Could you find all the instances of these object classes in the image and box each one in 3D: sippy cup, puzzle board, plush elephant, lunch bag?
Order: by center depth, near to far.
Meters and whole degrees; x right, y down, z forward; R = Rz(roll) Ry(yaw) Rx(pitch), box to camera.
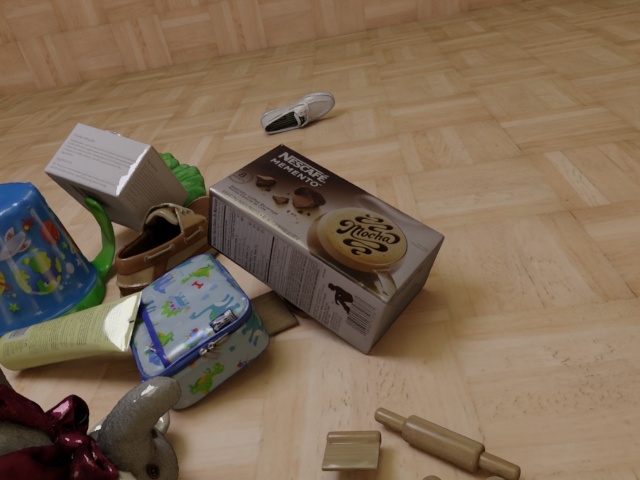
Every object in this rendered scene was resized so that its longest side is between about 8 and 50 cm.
[{"bbox_3d":[-0.237,0.214,0.502,0.255,0.330,0.272,-4,36,-34],"label":"plush elephant"},{"bbox_3d":[-0.184,0.119,0.766,0.176,0.090,0.219,-34,34,-10],"label":"lunch bag"},{"bbox_3d":[-0.111,0.125,0.822,0.128,0.011,0.096,-22,33,-16],"label":"puzzle board"},{"bbox_3d":[-0.517,0.031,0.911,0.240,0.224,0.305,-5,31,12],"label":"sippy cup"}]

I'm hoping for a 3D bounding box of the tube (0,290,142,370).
[{"bbox_3d":[-0.359,0.140,0.782,0.240,0.070,0.062,-17,1,21],"label":"tube"}]

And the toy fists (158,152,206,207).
[{"bbox_3d":[-0.358,-0.124,1.250,0.142,0.096,0.279,-40,40,-20],"label":"toy fists"}]

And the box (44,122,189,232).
[{"bbox_3d":[-0.383,-0.110,1.043,0.181,0.182,0.119,19,69,20],"label":"box"}]

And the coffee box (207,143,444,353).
[{"bbox_3d":[0.000,0.000,0.787,0.297,0.118,0.168,33,47,20],"label":"coffee box"}]

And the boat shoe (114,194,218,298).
[{"bbox_3d":[-0.262,-0.008,0.991,0.123,0.119,0.324,-2,32,15],"label":"boat shoe"}]

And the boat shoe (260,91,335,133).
[{"bbox_3d":[-0.061,-0.357,1.569,0.226,0.083,0.075,-20,41,7],"label":"boat shoe"}]

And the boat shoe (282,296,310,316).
[{"bbox_3d":[-0.037,0.039,0.882,0.073,0.073,0.207,-12,31,-7],"label":"boat shoe"}]

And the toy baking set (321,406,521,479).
[{"bbox_3d":[0.097,0.259,0.511,0.256,0.030,0.197,10,39,33],"label":"toy baking set"}]
